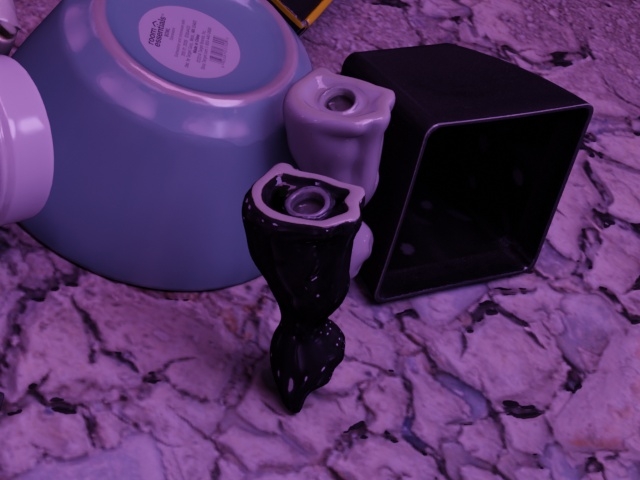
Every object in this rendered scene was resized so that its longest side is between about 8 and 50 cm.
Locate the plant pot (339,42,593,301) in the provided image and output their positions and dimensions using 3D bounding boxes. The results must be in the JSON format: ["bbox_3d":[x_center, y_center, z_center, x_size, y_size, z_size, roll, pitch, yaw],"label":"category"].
[{"bbox_3d":[0.102,-0.078,1.532,0.187,0.188,0.167,-10,41,-33],"label":"plant pot"}]

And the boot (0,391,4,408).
[{"bbox_3d":[-0.361,0.183,1.099,0.223,0.118,0.338,20,32,-3],"label":"boot"}]

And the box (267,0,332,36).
[{"bbox_3d":[-0.096,-0.364,1.714,0.322,0.079,0.257,44,44,-7],"label":"box"}]

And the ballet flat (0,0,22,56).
[{"bbox_3d":[-0.326,-0.174,1.474,0.096,0.095,0.280,36,53,-4],"label":"ballet flat"}]

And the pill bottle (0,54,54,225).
[{"bbox_3d":[-0.359,-0.055,1.280,0.283,0.161,0.161,-14,56,-36],"label":"pill bottle"}]

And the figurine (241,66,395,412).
[{"bbox_3d":[0.000,0.000,1.378,0.092,0.209,0.215,9,41,8],"label":"figurine"}]

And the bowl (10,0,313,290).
[{"bbox_3d":[-0.127,-0.125,1.464,0.312,0.163,0.311,15,43,-14],"label":"bowl"}]
